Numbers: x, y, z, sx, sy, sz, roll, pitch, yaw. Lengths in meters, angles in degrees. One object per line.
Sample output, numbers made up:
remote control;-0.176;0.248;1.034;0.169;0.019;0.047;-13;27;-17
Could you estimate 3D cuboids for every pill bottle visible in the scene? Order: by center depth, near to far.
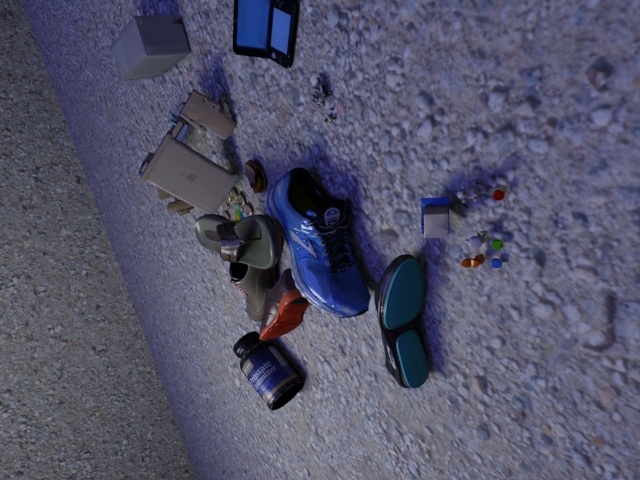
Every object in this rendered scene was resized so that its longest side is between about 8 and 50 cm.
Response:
pill bottle;-0.163;0.381;1.260;0.219;0.123;0.122;44;139;28

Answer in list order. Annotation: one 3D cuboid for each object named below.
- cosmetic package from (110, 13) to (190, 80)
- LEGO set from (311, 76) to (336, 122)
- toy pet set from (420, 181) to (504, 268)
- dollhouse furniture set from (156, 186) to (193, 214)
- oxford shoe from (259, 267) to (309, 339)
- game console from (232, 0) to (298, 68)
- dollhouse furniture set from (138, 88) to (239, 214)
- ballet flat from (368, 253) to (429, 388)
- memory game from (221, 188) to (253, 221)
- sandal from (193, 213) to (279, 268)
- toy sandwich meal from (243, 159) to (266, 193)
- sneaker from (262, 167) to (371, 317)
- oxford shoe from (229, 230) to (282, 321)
cosmetic package;-0.461;-0.512;1.133;0.238;0.127;0.107;8;115;52
LEGO set;0.002;-0.256;0.774;0.054;0.024;0.083;-32;83;54
toy pet set;0.209;-0.027;0.631;0.114;0.065;0.122;-1;116;15
dollhouse furniture set;-0.489;-0.149;1.374;0.151;0.123;0.143;23;126;44
oxford shoe;-0.103;0.176;1.112;0.271;0.097;0.098;-56;49;42
game console;-0.105;-0.396;0.791;0.107;0.071;0.122;41;138;31
dollhouse furniture set;-0.342;-0.250;1.174;0.286;0.198;0.303;-55;28;9
ballet flat;0.135;0.147;0.779;0.096;0.095;0.280;28;131;57
memory game;-0.232;-0.058;1.194;0.186;0.012;0.186;28;130;40
sandal;-0.199;0.006;0.931;0.303;0.086;0.120;5;109;41
toy sandwich meal;-0.165;-0.154;1.039;0.086;0.029;0.085;29;130;40
sneaker;0.000;0.000;0.834;0.329;0.130;0.147;58;146;11
oxford shoe;-0.190;0.096;1.126;0.123;0.130;0.347;35;134;36
